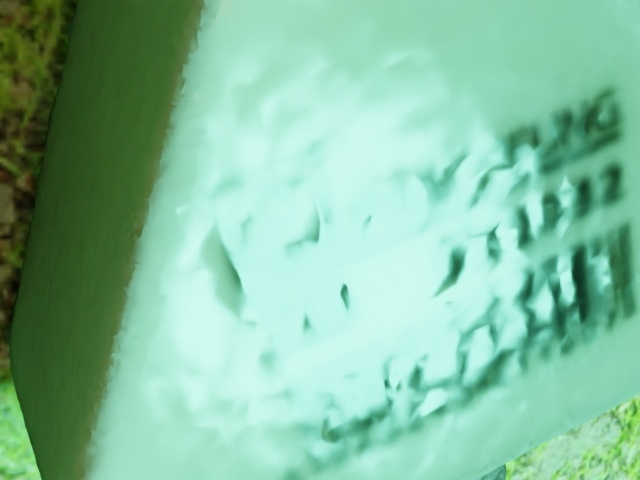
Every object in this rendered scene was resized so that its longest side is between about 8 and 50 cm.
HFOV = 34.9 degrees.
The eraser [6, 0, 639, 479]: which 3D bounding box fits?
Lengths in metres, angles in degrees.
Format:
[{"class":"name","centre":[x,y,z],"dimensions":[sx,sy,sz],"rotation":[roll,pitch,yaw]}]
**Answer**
[{"class":"eraser","centre":[0.000,0.000,0.424],"dimensions":[0.331,0.150,0.331],"rotation":[-11,121,-19]}]

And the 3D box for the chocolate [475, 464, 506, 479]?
[{"class":"chocolate","centre":[0.046,0.163,0.572],"dimensions":[0.072,0.072,0.167],"rotation":[42,80,-31]}]
